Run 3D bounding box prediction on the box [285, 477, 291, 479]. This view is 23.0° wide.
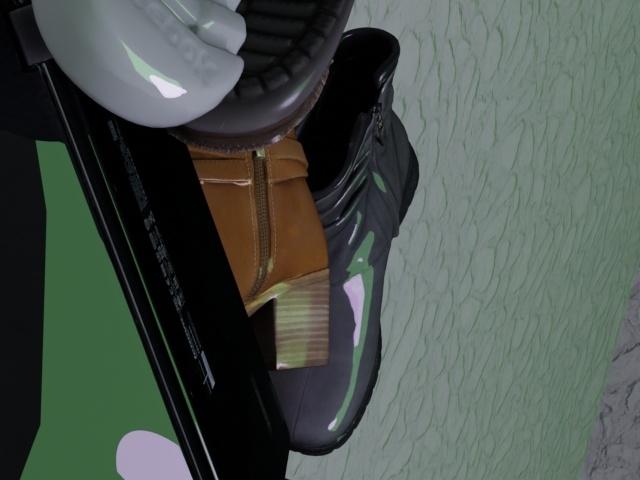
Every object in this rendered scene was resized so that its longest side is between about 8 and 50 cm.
[{"bbox_3d":[-0.088,0.325,1.376,0.257,0.122,0.128,-71,157,-9],"label":"box"}]

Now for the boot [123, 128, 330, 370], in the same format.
[{"bbox_3d":[-0.102,-0.010,1.131,0.283,0.109,0.220,-2,83,-41],"label":"boot"}]

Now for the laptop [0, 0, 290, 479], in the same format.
[{"bbox_3d":[-0.194,0.050,0.887,0.408,0.236,0.382,-80,152,-76],"label":"laptop"}]

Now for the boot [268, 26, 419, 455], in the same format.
[{"bbox_3d":[0.000,0.000,1.363,0.223,0.118,0.338,71,28,-66],"label":"boot"}]

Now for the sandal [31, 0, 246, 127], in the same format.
[{"bbox_3d":[-0.129,-0.224,0.855,0.169,0.102,0.416,35,36,-37],"label":"sandal"}]

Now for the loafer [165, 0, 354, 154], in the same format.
[{"bbox_3d":[-0.041,-0.171,1.050,0.366,0.134,0.130,-83,179,-47],"label":"loafer"}]
